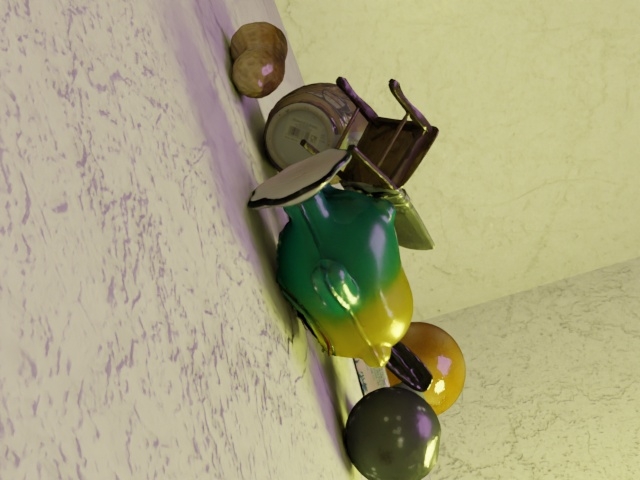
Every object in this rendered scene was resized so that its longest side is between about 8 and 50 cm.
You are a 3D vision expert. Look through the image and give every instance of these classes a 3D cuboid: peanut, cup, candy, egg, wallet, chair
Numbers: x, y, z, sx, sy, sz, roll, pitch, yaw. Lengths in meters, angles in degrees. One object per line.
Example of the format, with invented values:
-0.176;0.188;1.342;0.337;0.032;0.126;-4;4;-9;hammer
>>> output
-0.125;-0.353;1.410;0.236;0.110;0.120;-83;160;-54;peanut
0.022;-0.200;1.492;0.257;0.301;0.227;-53;157;-74;cup
0.136;0.345;1.888;0.092;0.073;0.160;47;27;-72;candy
0.286;0.382;2.127;0.351;0.283;0.282;-4;77;-83;egg
0.112;0.204;1.539;0.228;0.062;0.406;43;-4;-1;wallet
0.127;-0.140;1.348;0.160;0.186;0.319;15;-19;45;chair

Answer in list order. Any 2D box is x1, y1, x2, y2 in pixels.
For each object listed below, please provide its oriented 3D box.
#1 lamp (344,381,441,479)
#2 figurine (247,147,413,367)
0.155;0.371;1.404;0.314;0.182;0.182;20;53;-71;lamp
0.038;0.038;1.192;0.323;0.231;0.340;-84;149;-67;figurine
